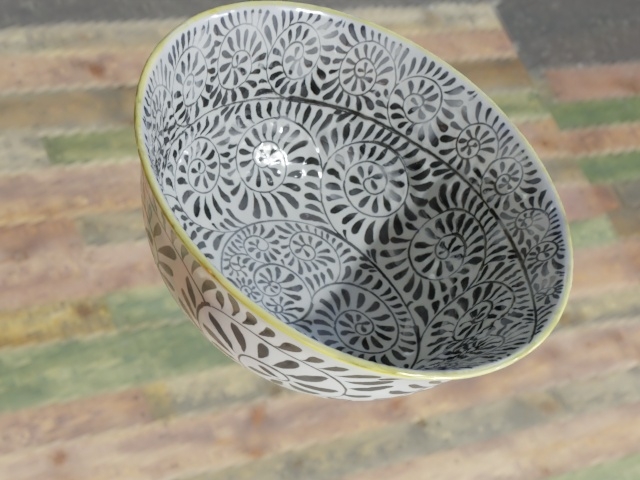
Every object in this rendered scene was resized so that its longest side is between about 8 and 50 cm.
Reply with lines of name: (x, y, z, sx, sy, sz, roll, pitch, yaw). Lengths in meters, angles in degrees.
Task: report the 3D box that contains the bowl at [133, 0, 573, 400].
bowl: (0.000, 0.000, 0.540, 0.170, 0.170, 0.080, -8, 147, -36)
